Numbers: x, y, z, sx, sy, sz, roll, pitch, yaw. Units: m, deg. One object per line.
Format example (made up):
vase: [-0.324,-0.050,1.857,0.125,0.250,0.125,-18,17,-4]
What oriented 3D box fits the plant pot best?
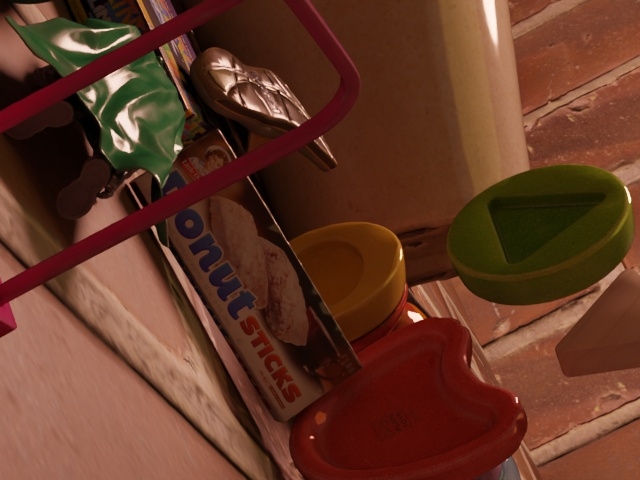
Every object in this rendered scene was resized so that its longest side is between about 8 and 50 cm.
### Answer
plant pot: [0.052,-0.124,1.505,0.334,0.334,0.305,43,33,-71]

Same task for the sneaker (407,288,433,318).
sneaker: [0.057,0.089,1.631,0.222,0.083,0.118,-120,-164,-48]

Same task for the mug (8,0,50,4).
mug: [-0.148,-0.196,0.969,0.129,0.158,0.097,33,-22,49]

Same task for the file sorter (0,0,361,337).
file sorter: [-0.133,-0.150,0.582,0.290,0.182,0.202,66,8,23]

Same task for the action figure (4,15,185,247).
action figure: [-0.116,-0.074,0.924,0.137,0.063,0.232,60,11,-10]

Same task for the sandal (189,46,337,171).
sandal: [-0.048,-0.088,1.196,0.180,0.049,0.072,21,36,-59]

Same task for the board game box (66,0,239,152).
board game box: [-0.126,-0.140,1.165,0.170,0.048,0.141,64,8,11]

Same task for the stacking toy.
stacking toy: [0.108,0.091,1.124,0.309,0.279,0.130,-105,173,-59]

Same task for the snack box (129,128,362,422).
snack box: [-0.046,0.023,1.037,0.178,0.064,0.022,59,-16,-9]
